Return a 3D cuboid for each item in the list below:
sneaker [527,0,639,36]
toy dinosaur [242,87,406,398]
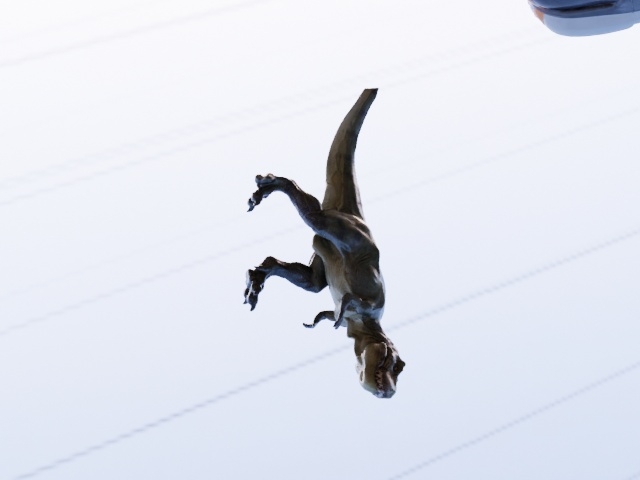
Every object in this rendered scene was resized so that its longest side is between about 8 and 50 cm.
[{"bbox_3d":[0.293,-0.258,0.892,0.321,0.180,0.125,-16,-119,18],"label":"sneaker"},{"bbox_3d":[0.000,0.000,0.940,0.118,0.064,0.268,2,-110,-18],"label":"toy dinosaur"}]
